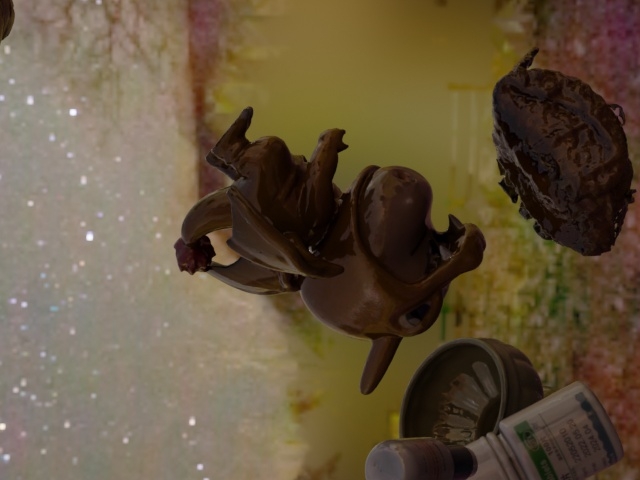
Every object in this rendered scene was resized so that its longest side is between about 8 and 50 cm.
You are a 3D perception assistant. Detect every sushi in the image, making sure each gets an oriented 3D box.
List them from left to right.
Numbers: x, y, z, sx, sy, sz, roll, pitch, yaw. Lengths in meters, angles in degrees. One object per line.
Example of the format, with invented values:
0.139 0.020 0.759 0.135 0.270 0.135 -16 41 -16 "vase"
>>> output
0.314 -0.117 1.431 0.296 0.167 0.179 52 -177 20 "sushi"

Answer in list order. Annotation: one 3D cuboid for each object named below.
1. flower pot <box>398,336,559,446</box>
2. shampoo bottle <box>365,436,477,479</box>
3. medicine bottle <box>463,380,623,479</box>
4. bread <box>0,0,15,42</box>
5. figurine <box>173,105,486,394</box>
0.325 0.348 2.018 0.307 0.244 0.307 -35 43 41 "flower pot"
0.133 0.275 1.315 0.192 0.074 0.074 9 -100 -50 "shampoo bottle"
0.325 0.322 1.636 0.139 0.237 0.139 63 178 4 "medicine bottle"
-0.596 -0.317 1.457 0.328 0.337 0.148 -102 8 -64 "bread"
-0.006 0.001 1.512 0.268 0.387 0.401 -58 8 -25 "figurine"
